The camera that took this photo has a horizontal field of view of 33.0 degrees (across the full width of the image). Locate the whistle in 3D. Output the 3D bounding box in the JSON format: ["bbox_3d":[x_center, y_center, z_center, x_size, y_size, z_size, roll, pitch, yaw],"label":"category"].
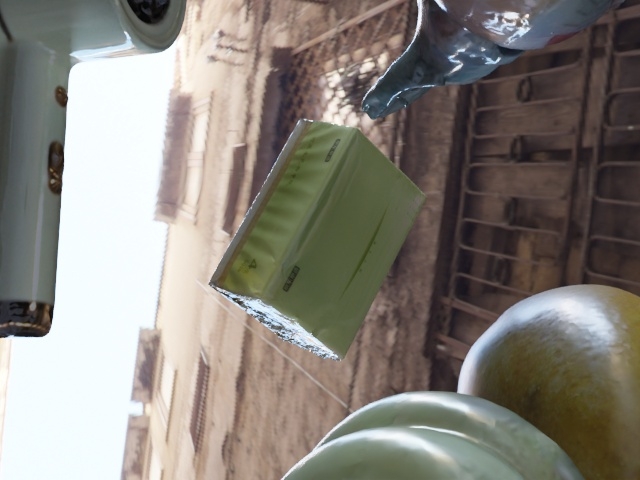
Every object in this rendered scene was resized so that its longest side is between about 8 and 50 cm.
[{"bbox_3d":[0.150,-0.209,0.948,0.189,0.348,0.189,13,-127,-18],"label":"whistle"}]

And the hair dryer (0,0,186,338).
[{"bbox_3d":[-0.220,-0.083,0.820,0.203,0.128,0.362,-3,-102,20],"label":"hair dryer"}]

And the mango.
[{"bbox_3d":[0.230,0.148,0.970,0.221,0.384,0.199,-42,-89,6],"label":"mango"}]

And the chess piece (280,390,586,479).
[{"bbox_3d":[-0.004,0.148,0.333,0.144,0.251,0.144,5,-79,27],"label":"chess piece"}]

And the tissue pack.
[{"bbox_3d":[0.000,0.000,1.255,0.159,0.125,0.234,41,-108,-38],"label":"tissue pack"}]
